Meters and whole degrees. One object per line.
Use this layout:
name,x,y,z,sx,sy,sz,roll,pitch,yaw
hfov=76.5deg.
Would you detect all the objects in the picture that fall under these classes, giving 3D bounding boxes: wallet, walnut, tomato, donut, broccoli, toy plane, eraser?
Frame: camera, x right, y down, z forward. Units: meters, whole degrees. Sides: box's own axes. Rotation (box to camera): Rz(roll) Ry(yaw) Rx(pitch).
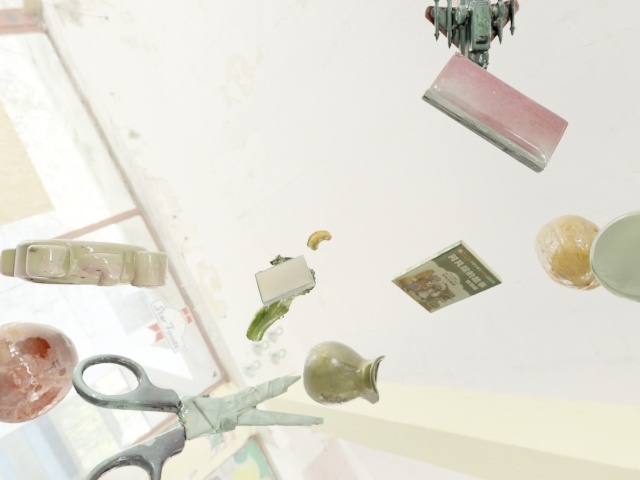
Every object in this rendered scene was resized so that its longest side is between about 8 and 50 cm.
wallet,0.297,-0.221,0.686,0.232,0.119,0.025,35,-17,4
walnut,0.714,0.033,1.146,0.193,0.226,0.193,3,-48,4
tomato,-0.786,0.337,1.089,0.270,0.227,0.270,47,-15,17
donut,0.000,0.000,1.404,0.038,0.083,0.067,49,-47,49
broccoli,-0.143,0.191,1.304,0.164,0.304,0.145,34,-5,-22
toy plane,0.359,-0.459,0.938,0.104,0.222,0.327,137,-53,-88
eraser,-0.099,0.106,1.112,0.023,0.150,0.104,71,-3,-51

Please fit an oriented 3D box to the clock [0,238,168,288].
clock,-0.572,0.062,0.998,0.283,0.309,0.114,-2,-96,36

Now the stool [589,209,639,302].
stool,0.734,0.045,0.887,0.195,0.198,0.196,10,-92,57

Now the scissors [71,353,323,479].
scissors,-0.167,0.274,0.629,0.029,0.383,0.256,-62,-142,28

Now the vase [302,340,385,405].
vase,0.108,0.538,1.582,0.302,0.241,0.329,2,-36,19

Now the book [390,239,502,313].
book,0.380,0.119,1.243,0.202,0.027,0.264,39,-50,-20
